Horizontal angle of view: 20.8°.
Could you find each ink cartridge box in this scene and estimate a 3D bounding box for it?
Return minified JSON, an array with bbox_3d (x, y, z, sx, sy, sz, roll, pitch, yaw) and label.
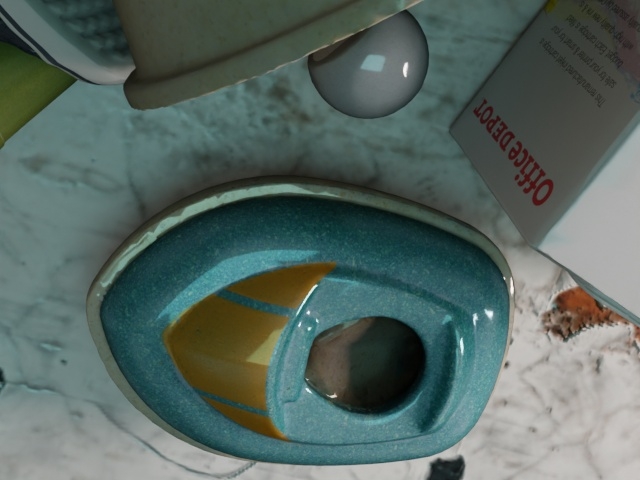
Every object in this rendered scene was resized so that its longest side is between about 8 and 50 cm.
[{"bbox_3d":[0.248,-0.086,1.023,0.197,0.198,0.270,33,104,-22],"label":"ink cartridge box"}]

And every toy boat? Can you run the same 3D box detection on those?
[{"bbox_3d":[0.000,0.000,1.040,0.267,0.148,0.318,4,112,-12],"label":"toy boat"}]

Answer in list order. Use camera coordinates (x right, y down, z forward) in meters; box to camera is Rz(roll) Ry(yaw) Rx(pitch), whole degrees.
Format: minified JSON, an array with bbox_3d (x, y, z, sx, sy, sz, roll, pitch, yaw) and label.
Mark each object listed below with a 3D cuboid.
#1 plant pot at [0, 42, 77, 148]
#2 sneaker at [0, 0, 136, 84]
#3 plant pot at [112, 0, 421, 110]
[{"bbox_3d":[-0.185,-0.095,1.010,0.079,0.083,0.083,-32,115,-9],"label":"plant pot"},{"bbox_3d":[-0.209,-0.206,0.932,0.127,0.126,0.321,-8,133,39],"label":"sneaker"},{"bbox_3d":[-0.021,-0.275,0.853,0.334,0.334,0.305,-28,104,2],"label":"plant pot"}]
